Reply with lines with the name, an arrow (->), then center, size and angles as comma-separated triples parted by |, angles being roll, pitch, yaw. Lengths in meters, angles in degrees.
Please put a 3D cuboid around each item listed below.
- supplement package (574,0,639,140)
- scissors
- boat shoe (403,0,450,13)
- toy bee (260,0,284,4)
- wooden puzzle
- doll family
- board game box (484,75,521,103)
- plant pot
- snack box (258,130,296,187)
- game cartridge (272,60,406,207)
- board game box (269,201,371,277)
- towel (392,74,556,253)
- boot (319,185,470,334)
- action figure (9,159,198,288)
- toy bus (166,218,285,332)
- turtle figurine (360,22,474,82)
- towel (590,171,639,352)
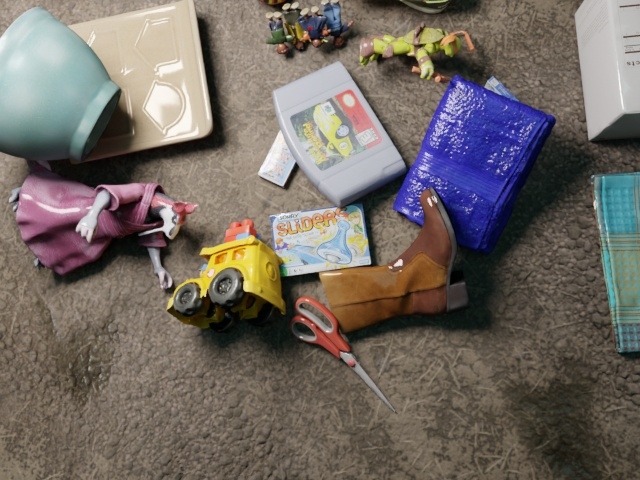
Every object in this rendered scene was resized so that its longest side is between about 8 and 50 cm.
supplement package -> 0.639, -0.368, 1.157 | 0.175, 0.177, 0.293 | -3, 83, 4
scissors -> 0.057, 0.231, 1.179 | 0.297, 0.021, 0.109 | 38, 123, 9
boat shoe -> 0.150, -0.565, 1.225 | 0.305, 0.091, 0.109 | 9, 92, -13
toy bee -> -0.037, -0.654, 1.279 | 0.298, 0.162, 0.195 | -44, 63, 29
wooden puzzle -> -0.415, -0.351, 1.302 | 0.347, 0.080, 0.322 | -11, 82, 9
doll family -> -0.025, -0.462, 1.267 | 0.193, 0.111, 0.076 | 1, 48, 17
board game box -> 0.377, -0.290, 1.214 | 0.020, 0.090, 0.090 | -40, 81, -4
plant pot -> -0.524, -0.277, 1.150 | 0.196, 0.293, 0.293 | 28, 85, -15
snack box -> -0.070, -0.209, 1.276 | 0.064, 0.022, 0.178 | 26, 85, 6
game cartridge -> 0.028, -0.226, 1.234 | 0.196, 0.060, 0.294 | -29, 80, -9
board game box -> 0.000, 0.000, 1.235 | 0.201, 0.035, 0.136 | -9, 82, 4
towel -> 0.304, -0.148, 1.163 | 0.227, 0.076, 0.308 | 25, 104, 7
boot -> 0.137, 0.044, 1.161 | 0.280, 0.096, 0.264 | -11, 111, 12
action figure -> -0.436, -0.053, 1.232 | 0.370, 0.248, 0.276 | -10, 55, 5
toy bus -> -0.189, 0.067, 1.190 | 0.220, 0.149, 0.211 | -15, 60, 24
turtle figurine -> 0.195, -0.398, 1.195 | 0.217, 0.087, 0.269 | 5, 41, 22
towel -> 0.709, 0.034, 1.167 | 0.271, 0.040, 0.370 | -4, 82, 5
